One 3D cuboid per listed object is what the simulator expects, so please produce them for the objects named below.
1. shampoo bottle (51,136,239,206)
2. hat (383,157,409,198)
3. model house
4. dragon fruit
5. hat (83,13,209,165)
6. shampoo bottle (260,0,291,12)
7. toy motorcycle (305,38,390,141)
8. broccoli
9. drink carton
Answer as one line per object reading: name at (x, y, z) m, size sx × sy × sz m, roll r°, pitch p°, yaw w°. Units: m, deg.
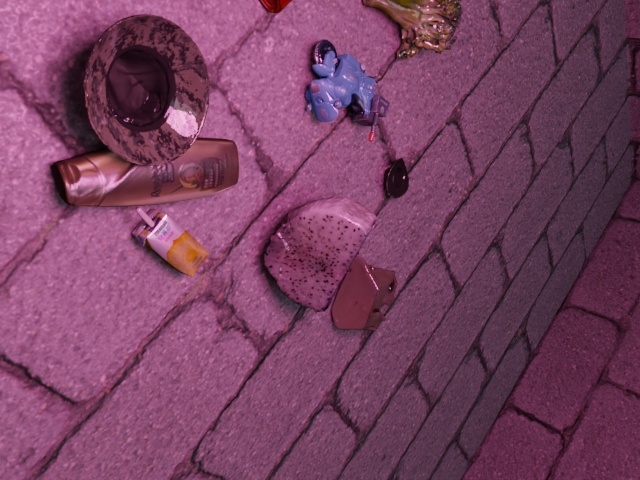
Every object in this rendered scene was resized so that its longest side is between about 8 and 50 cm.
shampoo bottle at (-0.323, -0.132, 1.028) m, size 0.350 × 0.084 × 0.125 m, roll -14°, pitch 114°, yaw -41°
hat at (0.218, -0.186, 1.579) m, size 0.121 × 0.050 × 0.121 m, roll -13°, pitch 107°, yaw -45°
model house at (0.147, 0.165, 1.594) m, size 0.188 × 0.122 × 0.229 m, roll 4°, pitch 106°, yaw -51°
dragon fruit at (0.000, 0.000, 1.329) m, size 0.282 × 0.204 × 0.221 m, roll -62°, pitch 176°, yaw 29°
hat at (-0.326, -0.270, 0.941) m, size 0.266 × 0.128 × 0.265 m, roll -31°, pitch 134°, yaw -38°
shampoo bottle at (-0.029, -0.631, 1.141) m, size 0.314 × 0.076 × 0.118 m, roll -52°, pitch 134°, yaw -18°
toy motorcycle at (0.065, -0.359, 1.311) m, size 0.272 × 0.124 × 0.181 m, roll 20°, pitch 80°, yaw -47°
broccoli at (0.227, -0.583, 1.408) m, size 0.275 × 0.177 × 0.198 m, roll -7°, pitch 149°, yaw -15°
drink carton at (-0.321, -0.009, 1.083) m, size 0.084 × 0.075 × 0.200 m, roll -54°, pitch 134°, yaw -17°
